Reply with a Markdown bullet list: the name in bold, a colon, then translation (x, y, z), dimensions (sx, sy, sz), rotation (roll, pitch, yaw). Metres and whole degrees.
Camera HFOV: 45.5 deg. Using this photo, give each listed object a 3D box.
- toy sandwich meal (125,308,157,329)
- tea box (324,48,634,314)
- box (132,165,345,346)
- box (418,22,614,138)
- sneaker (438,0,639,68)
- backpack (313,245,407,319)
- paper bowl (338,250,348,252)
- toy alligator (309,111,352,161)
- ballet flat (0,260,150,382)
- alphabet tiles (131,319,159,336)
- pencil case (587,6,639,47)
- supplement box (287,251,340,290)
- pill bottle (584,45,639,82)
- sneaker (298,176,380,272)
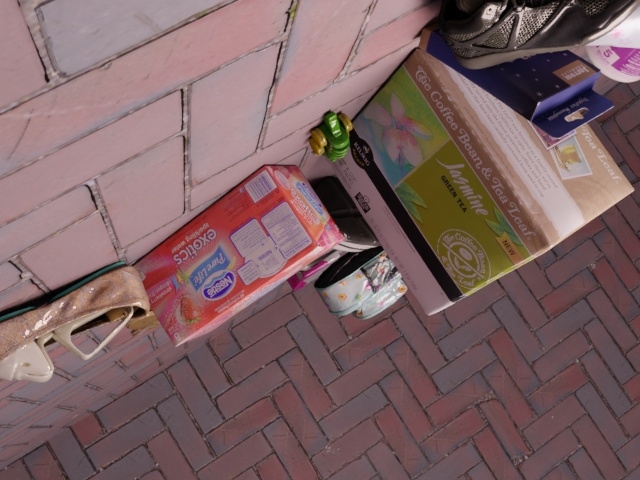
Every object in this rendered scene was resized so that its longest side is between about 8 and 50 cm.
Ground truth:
- **toy sandwich meal**: translation (-0.383, 0.164, 1.637), dimensions (0.086, 0.029, 0.085), rotation (-25, 163, -8)
- **tea box**: translation (0.229, -0.108, 1.191), dimensions (0.220, 0.329, 0.323), rotation (-28, 171, -33)
- **box**: translation (-0.132, 0.023, 1.225), dimensions (0.300, 0.154, 0.142), rotation (-36, 173, 18)
- **box**: translation (0.251, -0.220, 0.961), dimensions (0.136, 0.225, 0.036), rotation (-29, 149, -33)
- **sneaker**: translation (0.232, -0.264, 0.828), dimensions (0.228, 0.087, 0.130), rotation (-9, 161, 30)
- **backpack**: translation (0.086, 0.094, 1.687), dimensions (0.189, 0.144, 0.166), rotation (-27, -170, -13)
- **paper bowl**: translation (0.147, -0.053, 2.047), dimensions (0.284, 0.148, 0.284), rotation (-31, 174, -4)
- **toy alligator**: translation (0.018, -0.143, 1.150), dimensions (0.056, 0.051, 0.189), rotation (-31, 174, -10)
- **ballet flat**: translation (-0.377, 0.133, 1.070), dimensions (0.316, 0.106, 0.107), rotation (-28, 172, -32)
- **alphabet tiles**: translation (-0.358, 0.172, 1.901), dimensions (0.198, 0.009, 0.237), rotation (-36, 173, 29)
- **pencil case**: translation (0.385, -0.297, 0.926), dimensions (0.273, 0.113, 0.124), rotation (5, 152, 5)
- **supplement box**: translation (-0.039, 0.047, 2.044), dimensions (0.111, 0.113, 0.220), rotation (-30, 174, -16)
- **pill bottle**: translation (0.660, -0.445, 1.462), dimensions (0.169, 0.169, 0.301), rotation (-30, 173, -24)
- **sneaker**: translation (0.001, 0.001, 1.624), dimensions (0.258, 0.169, 0.447), rotation (-37, 175, 16)
